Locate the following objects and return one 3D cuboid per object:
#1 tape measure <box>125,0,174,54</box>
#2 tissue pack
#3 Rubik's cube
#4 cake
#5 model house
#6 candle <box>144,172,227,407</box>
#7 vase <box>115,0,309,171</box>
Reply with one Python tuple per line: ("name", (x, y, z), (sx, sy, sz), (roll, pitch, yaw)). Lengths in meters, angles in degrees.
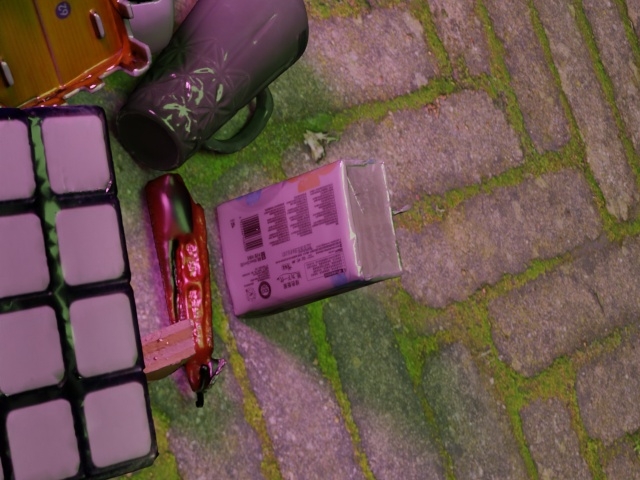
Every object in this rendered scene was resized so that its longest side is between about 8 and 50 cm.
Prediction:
("tape measure", (-0.244, -0.310, 1.685), (0.105, 0.196, 0.178), (-13, 67, -21))
("tissue pack", (0.000, 0.000, 1.807), (0.145, 0.229, 0.159), (0, 75, -47))
("Rubik's cube", (-0.393, 0.072, 1.242), (0.337, 0.344, 0.344), (-10, 90, -44))
("cake", (-0.190, 0.132, 1.633), (0.065, 0.121, 0.052), (4, 66, -38))
("model house", (-0.326, -0.254, 1.514), (0.198, 0.215, 0.224), (-32, 132, -22))
("candle", (-0.168, 0.058, 1.734), (0.084, 0.059, 0.302), (4, 71, -34))
("vase", (-0.140, -0.211, 1.818), (0.301, 0.156, 0.251), (-54, 141, -37))
